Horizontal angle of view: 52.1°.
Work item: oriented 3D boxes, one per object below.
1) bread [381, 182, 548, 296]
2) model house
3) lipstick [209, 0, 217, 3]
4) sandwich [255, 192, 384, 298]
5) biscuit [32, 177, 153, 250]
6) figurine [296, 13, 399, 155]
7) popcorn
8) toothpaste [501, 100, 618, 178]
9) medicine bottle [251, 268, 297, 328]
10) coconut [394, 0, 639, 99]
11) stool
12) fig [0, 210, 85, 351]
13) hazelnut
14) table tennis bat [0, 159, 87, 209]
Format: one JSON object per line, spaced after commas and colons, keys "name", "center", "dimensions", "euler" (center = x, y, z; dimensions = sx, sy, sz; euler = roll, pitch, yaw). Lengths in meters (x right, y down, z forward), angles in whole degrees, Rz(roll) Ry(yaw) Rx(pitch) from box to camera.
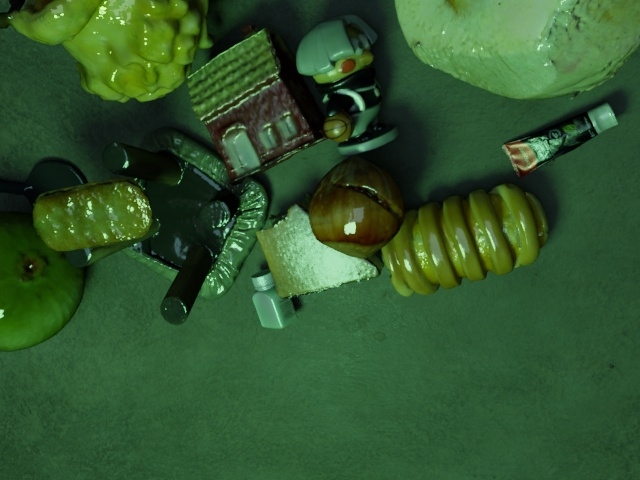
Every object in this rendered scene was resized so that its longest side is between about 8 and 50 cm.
{"name": "bread", "center": [0.266, -0.001, 1.225], "dimensions": [0.311, 0.121, 0.173], "euler": [-18, 99, 19]}
{"name": "model house", "center": [-0.123, -0.259, 1.226], "dimensions": [0.196, 0.160, 0.254], "euler": [-25, 92, 19]}
{"name": "lipstick", "center": [-0.270, -0.576, 1.210], "dimensions": [0.076, 0.076, 0.304], "euler": [-39, 94, 21]}
{"name": "sandwich", "center": [0.000, 0.000, 1.297], "dimensions": [0.220, 0.108, 0.186], "euler": [-13, 104, 19]}
{"name": "biscuit", "center": [-0.418, -0.047, 1.196], "dimensions": [0.247, 0.029, 0.118], "euler": [-8, 110, 16]}
{"name": "figurine", "center": [0.044, -0.277, 1.173], "dimensions": [0.133, 0.176, 0.236], "euler": [-9, 109, 32]}
{"name": "popcorn", "center": [-0.367, -0.397, 1.122], "dimensions": [0.349, 0.381, 0.349], "euler": [30, 129, 46]}
{"name": "toothpaste", "center": [0.430, -0.181, 1.175], "dimensions": [0.193, 0.045, 0.071], "euler": [-25, 99, 25]}
{"name": "medicine bottle", "center": [-0.103, 0.122, 1.377], "dimensions": [0.074, 0.055, 0.118], "euler": [-5, 108, 50]}
{"name": "coconut", "center": [0.335, -0.401, 0.973], "dimensions": [0.404, 0.404, 0.405], "euler": [4, 107, 13]}
{"name": "stool", "center": [-0.302, -0.029, 1.304], "dimensions": [0.310, 0.226, 0.310], "euler": [30, 111, 5]}
{"name": "fig", "center": [-0.678, 0.100, 1.414], "dimensions": [0.316, 0.316, 0.316], "euler": [4, 107, 13]}
{"name": "hazelnut", "center": [0.074, -0.058, 1.178], "dimensions": [0.182, 0.182, 0.182], "euler": [4, 107, 13]}
{"name": "table tennis bat", "center": [-0.624, -0.109, 1.465], "dimensions": [0.236, 0.027, 0.150], "euler": [8, 108, 10]}
